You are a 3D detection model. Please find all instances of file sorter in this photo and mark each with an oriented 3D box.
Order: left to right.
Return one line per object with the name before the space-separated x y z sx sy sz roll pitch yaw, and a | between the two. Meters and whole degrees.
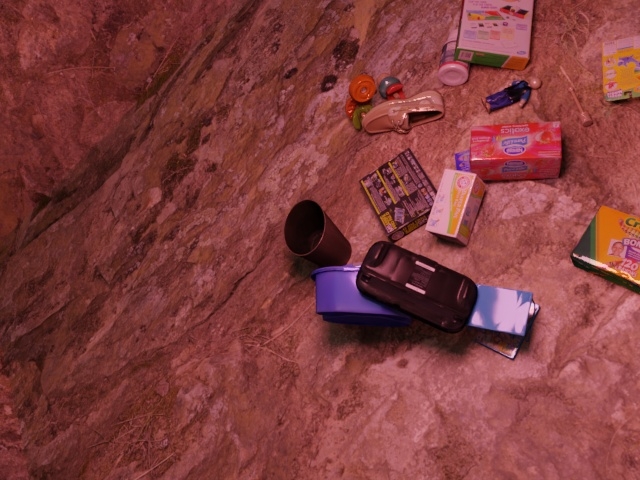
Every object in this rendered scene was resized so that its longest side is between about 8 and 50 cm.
file sorter | 0.484 0.198 1.461 0.170 0.104 0.118 7 70 34

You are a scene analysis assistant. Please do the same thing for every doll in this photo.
doll | 0.635 -0.482 1.780 0.189 0.046 0.129 -23 47 12

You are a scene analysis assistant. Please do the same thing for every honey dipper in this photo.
honey dipper | 0.795 -0.419 1.661 0.030 0.030 0.161 -20 56 21

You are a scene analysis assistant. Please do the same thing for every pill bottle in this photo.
pill bottle | 0.484 -0.655 1.923 0.108 0.108 0.180 1 66 31

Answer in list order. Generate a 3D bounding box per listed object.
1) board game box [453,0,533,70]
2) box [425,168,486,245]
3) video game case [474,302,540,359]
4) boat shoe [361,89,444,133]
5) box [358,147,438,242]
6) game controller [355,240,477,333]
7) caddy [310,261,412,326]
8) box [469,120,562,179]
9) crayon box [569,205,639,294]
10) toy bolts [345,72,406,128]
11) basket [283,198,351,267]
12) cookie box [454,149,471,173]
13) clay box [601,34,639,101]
board game box | 0.603 -0.751 1.864 0.242 0.064 0.316 11 70 5
box | 0.416 -0.103 1.651 0.103 0.114 0.203 17 86 35
video game case | 0.518 0.231 1.500 0.119 0.015 0.166 24 80 38
boat shoe | 0.292 -0.441 1.931 0.302 0.109 0.098 -14 58 18
box | 0.274 -0.156 1.822 0.216 0.060 0.270 -33 53 13
game controller | 0.260 0.121 1.460 0.319 0.067 0.166 25 66 9
caddy | 0.137 0.150 1.613 0.341 0.241 0.179 2 73 11
box | 0.584 -0.267 1.624 0.257 0.122 0.128 1 66 19
crayon box | 0.815 0.041 1.377 0.278 0.081 0.165 30 84 38
toy bolts | 0.190 -0.565 2.011 0.228 0.218 0.158 -22 48 -2
basket | 0.000 0.000 1.799 0.154 0.227 0.204 -19 58 22
cookie box | 0.487 -0.239 1.746 0.092 0.040 0.107 -12 61 25
clay box | 0.918 -0.506 1.617 0.127 0.053 0.222 -3 66 30
